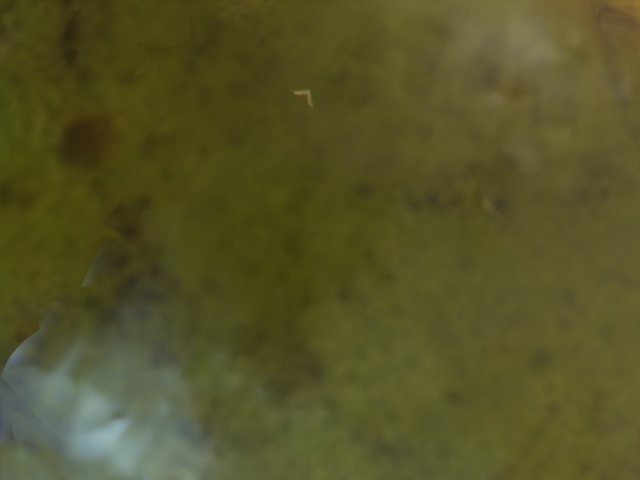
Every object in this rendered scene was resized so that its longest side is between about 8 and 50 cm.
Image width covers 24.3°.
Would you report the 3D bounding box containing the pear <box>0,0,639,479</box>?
[{"bbox_3d":[0.000,0.000,0.482,0.352,0.413,0.352,-49,175,-5],"label":"pear"}]
